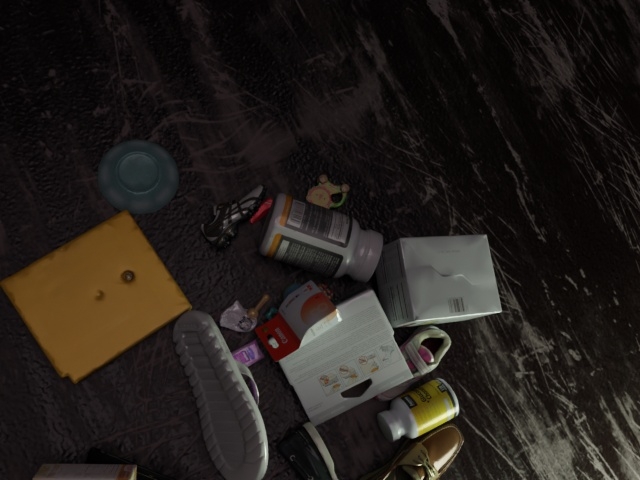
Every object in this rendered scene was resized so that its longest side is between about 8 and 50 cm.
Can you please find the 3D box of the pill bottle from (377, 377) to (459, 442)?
[{"bbox_3d":[0.234,0.415,1.571,0.184,0.103,0.103,-21,83,-19],"label":"pill bottle"}]

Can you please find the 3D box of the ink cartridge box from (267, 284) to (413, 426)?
[{"bbox_3d":[0.049,0.273,1.544,0.275,0.060,0.239,-26,98,-2],"label":"ink cartridge box"}]

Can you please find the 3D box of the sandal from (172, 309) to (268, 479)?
[{"bbox_3d":[-0.204,0.346,1.472,0.102,0.169,0.416,-8,75,-57],"label":"sandal"}]

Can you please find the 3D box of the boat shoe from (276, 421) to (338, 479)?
[{"bbox_3d":[0.002,0.589,1.458,0.113,0.127,0.340,-22,81,-17],"label":"boat shoe"}]

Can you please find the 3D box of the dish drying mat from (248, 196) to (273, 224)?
[{"bbox_3d":[-0.150,-0.076,1.643,0.083,0.008,0.032,-38,89,-20],"label":"dish drying mat"}]

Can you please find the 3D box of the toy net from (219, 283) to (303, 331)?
[{"bbox_3d":[-0.129,0.184,1.571,0.232,0.045,0.122,-11,99,-14],"label":"toy net"}]

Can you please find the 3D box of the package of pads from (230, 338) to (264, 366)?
[{"bbox_3d":[-0.179,0.275,1.537,0.083,0.032,0.050,-27,82,-19],"label":"package of pads"}]

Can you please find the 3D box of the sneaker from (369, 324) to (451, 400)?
[{"bbox_3d":[0.221,0.293,1.593,0.252,0.111,0.103,-42,89,-19],"label":"sneaker"}]

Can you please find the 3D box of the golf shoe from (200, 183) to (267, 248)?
[{"bbox_3d":[-0.211,-0.075,1.588,0.094,0.077,0.198,38,75,3],"label":"golf shoe"}]

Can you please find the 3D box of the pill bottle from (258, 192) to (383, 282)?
[{"bbox_3d":[0.000,0.000,1.583,0.278,0.162,0.162,19,73,-10],"label":"pill bottle"}]

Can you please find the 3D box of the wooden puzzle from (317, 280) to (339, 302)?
[{"bbox_3d":[0.005,0.135,1.632,0.049,0.006,0.083,-40,89,-19],"label":"wooden puzzle"}]

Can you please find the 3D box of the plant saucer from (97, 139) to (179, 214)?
[{"bbox_3d":[-0.442,-0.161,1.575,0.195,0.037,0.195,4,76,-14],"label":"plant saucer"}]

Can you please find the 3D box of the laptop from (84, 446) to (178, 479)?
[{"bbox_3d":[-0.420,0.594,1.338,0.234,0.264,0.136,25,30,-8],"label":"laptop"}]

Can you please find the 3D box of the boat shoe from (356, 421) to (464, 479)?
[{"bbox_3d":[0.215,0.551,1.524,0.324,0.120,0.122,-34,87,-19],"label":"boat shoe"}]

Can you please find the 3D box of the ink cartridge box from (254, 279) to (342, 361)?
[{"bbox_3d":[-0.060,0.180,1.490,0.179,0.145,0.045,-30,125,-11],"label":"ink cartridge box"}]

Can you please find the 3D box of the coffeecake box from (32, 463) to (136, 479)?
[{"bbox_3d":[-0.465,0.523,1.284,0.186,0.068,0.142,3,97,-5],"label":"coffeecake box"}]

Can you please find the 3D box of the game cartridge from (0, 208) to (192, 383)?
[{"bbox_3d":[-0.507,0.127,1.484,0.324,0.053,0.285,-33,87,-17],"label":"game cartridge"}]

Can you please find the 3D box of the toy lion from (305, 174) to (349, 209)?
[{"bbox_3d":[0.014,-0.115,1.685,0.100,0.034,0.096,22,79,-9],"label":"toy lion"}]

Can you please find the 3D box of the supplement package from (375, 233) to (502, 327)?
[{"bbox_3d":[0.288,0.102,1.618,0.262,0.145,0.204,-2,77,-25],"label":"supplement package"}]
